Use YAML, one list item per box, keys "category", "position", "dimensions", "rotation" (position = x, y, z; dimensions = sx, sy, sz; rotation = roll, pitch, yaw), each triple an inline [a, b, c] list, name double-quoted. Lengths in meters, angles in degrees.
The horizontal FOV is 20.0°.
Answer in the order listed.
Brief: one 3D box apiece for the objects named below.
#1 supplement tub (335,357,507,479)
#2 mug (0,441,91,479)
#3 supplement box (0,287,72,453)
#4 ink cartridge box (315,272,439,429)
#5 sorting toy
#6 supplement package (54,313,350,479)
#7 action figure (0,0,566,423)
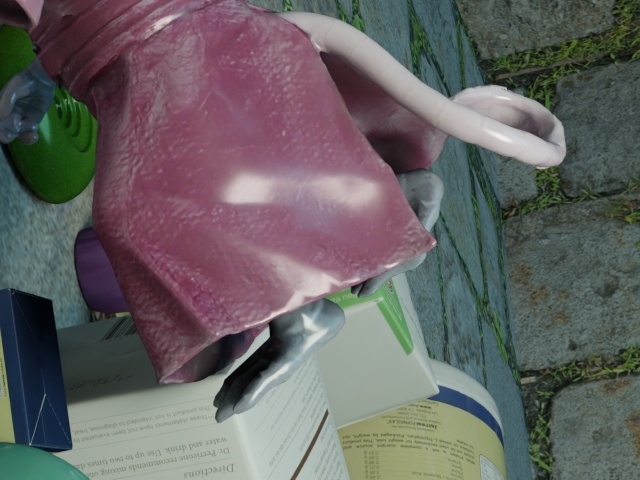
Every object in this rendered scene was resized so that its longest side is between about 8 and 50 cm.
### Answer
- category: "supplement tub"
  position: [0.036, 0.266, 1.360]
  dimensions: [0.228, 0.228, 0.316]
  rotation: [60, 22, -52]
- category: "mug"
  position: [-0.160, 0.150, 0.868]
  dimensions: [0.097, 0.129, 0.157]
  rotation: [-66, 141, -73]
- category: "supplement box"
  position: [-0.182, 0.075, 0.940]
  dimensions: [0.056, 0.083, 0.083]
  rotation: [31, 49, -72]
- category: "ink cartridge box"
  position: [0.000, 0.000, 1.303]
  dimensions: [0.160, 0.093, 0.219]
  rotation: [58, 15, -56]
- category: "sorting toy"
  position: [-0.143, -0.119, 1.188]
  dimensions: [0.127, 0.126, 0.365]
  rotation: [-76, 150, -62]
- category: "supplement package"
  position: [-0.075, 0.199, 1.070]
  dimensions: [0.175, 0.178, 0.293]
  rotation: [-54, 131, -71]
- category: "action figure"
  position: [-0.086, -0.109, 0.898]
  dimensions: [0.370, 0.276, 0.248]
  rotation: [56, 11, -4]
